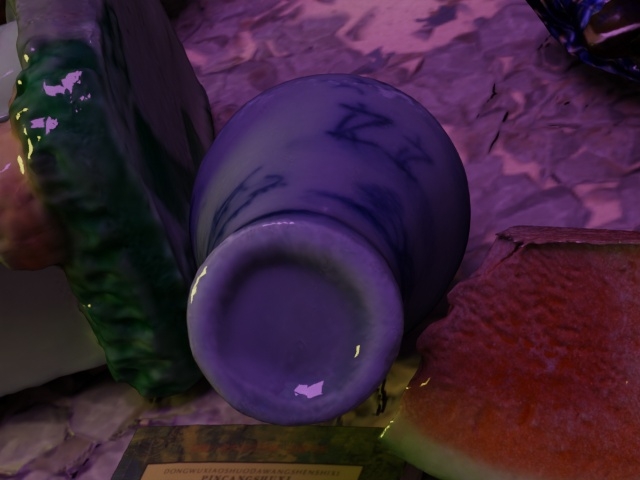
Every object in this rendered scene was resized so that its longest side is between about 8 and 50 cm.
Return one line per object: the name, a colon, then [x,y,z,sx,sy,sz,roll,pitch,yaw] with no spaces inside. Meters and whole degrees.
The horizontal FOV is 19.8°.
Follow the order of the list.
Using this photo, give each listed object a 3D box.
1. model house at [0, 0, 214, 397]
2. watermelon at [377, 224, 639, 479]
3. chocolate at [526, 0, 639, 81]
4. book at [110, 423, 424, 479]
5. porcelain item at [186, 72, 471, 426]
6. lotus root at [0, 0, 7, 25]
model house: [-0.232,-0.019,0.995,0.325,0.194,0.267,-20,38,9]
watermelon: [0.152,0.038,0.808,0.231,0.128,0.146,1,18,27]
chocolate: [0.202,-0.085,0.925,0.148,0.126,0.343,4,37,-28]
book: [-0.057,0.172,0.806,0.160,0.024,0.228,-2,43,29]
porcelain item: [0.000,0.000,0.853,0.141,0.141,0.259,-16,11,9]
lotus root: [-0.195,-0.174,1.185,0.152,0.160,0.275,35,64,21]
